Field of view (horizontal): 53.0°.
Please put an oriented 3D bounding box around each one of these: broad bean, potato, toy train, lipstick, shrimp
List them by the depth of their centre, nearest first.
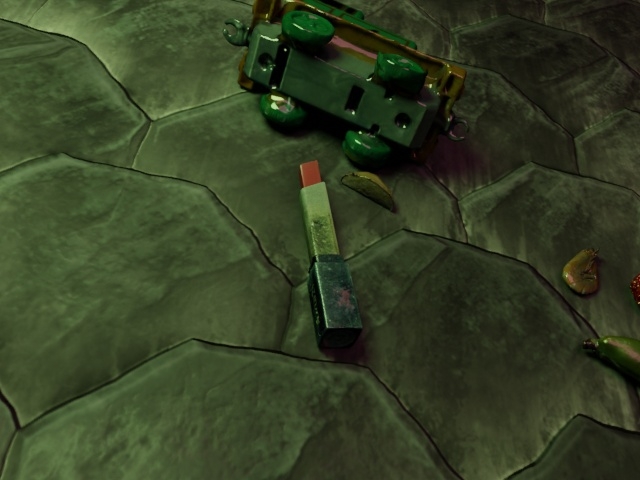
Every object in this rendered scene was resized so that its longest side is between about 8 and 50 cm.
[{"bbox_3d":[0.467,0.182,0.890,0.214,0.048,0.070,26,50,3],"label":"broad bean"},{"bbox_3d":[0.000,0.000,0.890,0.051,0.051,0.312,1,51,-15],"label":"lipstick"},{"bbox_3d":[0.082,-0.088,0.997,0.093,0.037,0.036,30,45,8],"label":"potato"},{"bbox_3d":[0.415,0.049,1.001,0.108,0.023,0.059,-30,75,-34],"label":"shrimp"},{"bbox_3d":[0.050,-0.280,1.063,0.429,0.178,0.249,24,38,3],"label":"toy train"}]

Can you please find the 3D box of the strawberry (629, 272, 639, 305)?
[{"bbox_3d":[0.515,0.070,0.977,0.074,0.083,0.073,11,41,-9],"label":"strawberry"}]
